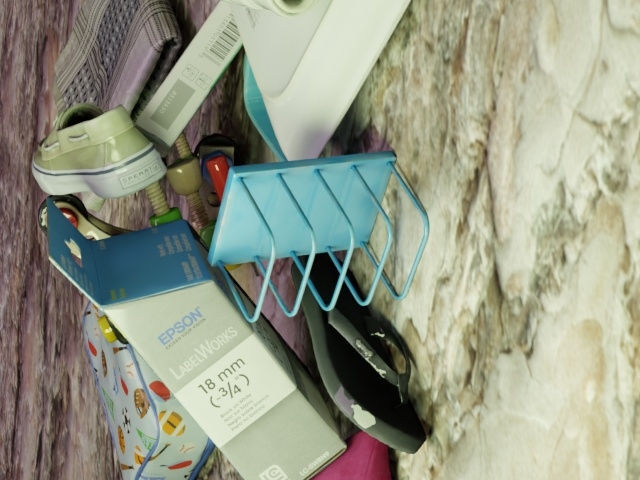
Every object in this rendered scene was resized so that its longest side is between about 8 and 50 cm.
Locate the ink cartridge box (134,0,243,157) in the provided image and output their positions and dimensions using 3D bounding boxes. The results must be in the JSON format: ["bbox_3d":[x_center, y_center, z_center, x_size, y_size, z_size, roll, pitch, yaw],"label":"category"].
[{"bbox_3d":[-0.153,-0.177,1.787,0.181,0.056,0.225,-57,4,-10],"label":"ink cartridge box"}]

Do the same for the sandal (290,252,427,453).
[{"bbox_3d":[0.036,0.094,1.475,0.054,0.097,0.254,-47,48,25],"label":"sandal"}]

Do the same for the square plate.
[{"bbox_3d":[-0.016,-0.297,1.514,0.344,0.049,0.347,-58,40,43],"label":"square plate"}]

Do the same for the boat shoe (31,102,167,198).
[{"bbox_3d":[-0.255,-0.110,1.718,0.302,0.109,0.094,8,121,61],"label":"boat shoe"}]

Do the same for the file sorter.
[{"bbox_3d":[0.000,0.000,1.436,0.104,0.170,0.118,59,145,38],"label":"file sorter"}]

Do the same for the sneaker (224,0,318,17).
[{"bbox_3d":[-0.037,-0.352,1.406,0.169,0.108,0.292,32,126,56],"label":"sneaker"}]

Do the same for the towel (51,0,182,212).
[{"bbox_3d":[-0.296,-0.246,2.103,0.324,0.056,0.312,-60,36,34],"label":"towel"}]

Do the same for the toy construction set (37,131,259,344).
[{"bbox_3d":[-0.160,0.019,1.790,0.309,0.257,0.237,4,118,60],"label":"toy construction set"}]

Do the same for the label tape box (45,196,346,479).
[{"bbox_3d":[-0.128,0.078,1.540,0.333,0.106,0.240,52,-179,-19],"label":"label tape box"}]

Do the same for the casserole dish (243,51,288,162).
[{"bbox_3d":[-0.035,-0.155,1.645,0.188,0.037,0.114,-125,38,-48],"label":"casserole dish"}]

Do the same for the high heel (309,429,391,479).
[{"bbox_3d":[-0.007,0.300,1.637,0.181,0.127,0.377,-70,15,-15],"label":"high heel"}]

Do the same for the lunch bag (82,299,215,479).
[{"bbox_3d":[-0.234,0.178,2.066,0.243,0.115,0.303,118,139,-54],"label":"lunch bag"}]
